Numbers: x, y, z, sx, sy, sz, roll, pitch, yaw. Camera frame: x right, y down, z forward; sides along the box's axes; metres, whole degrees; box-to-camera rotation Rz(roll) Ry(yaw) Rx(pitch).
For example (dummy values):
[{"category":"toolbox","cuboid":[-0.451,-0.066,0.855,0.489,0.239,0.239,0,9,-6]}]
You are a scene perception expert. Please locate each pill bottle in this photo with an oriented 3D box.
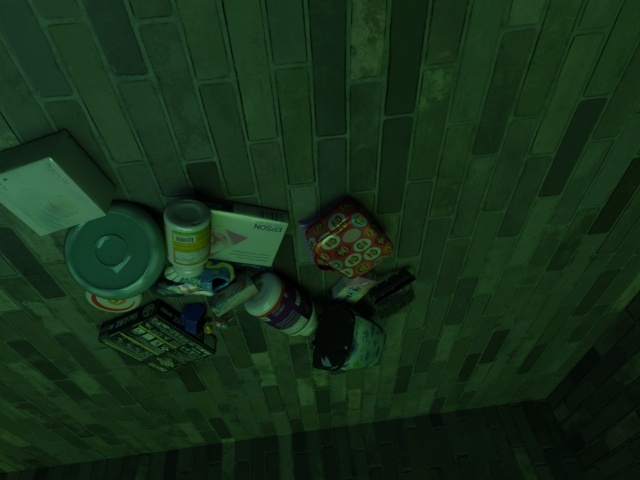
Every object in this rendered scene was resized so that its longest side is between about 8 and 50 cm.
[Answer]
[{"category":"pill bottle","cuboid":[-0.147,0.273,1.729,0.181,0.181,0.323,-30,134,21]},{"category":"pill bottle","cuboid":[-0.416,0.003,1.332,0.136,0.136,0.245,3,135,-13]}]

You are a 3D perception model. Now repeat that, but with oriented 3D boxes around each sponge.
[{"category":"sponge","cuboid":[0.000,0.000,1.563,0.117,0.031,0.210,-13,134,3]}]

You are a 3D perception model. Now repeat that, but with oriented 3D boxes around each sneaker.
[{"category":"sneaker","cuboid":[-0.475,0.139,1.592,0.319,0.112,0.131,0,130,-19]},{"category":"sneaker","cuboid":[-0.423,0.123,1.478,0.240,0.126,0.091,-4,114,-11]}]

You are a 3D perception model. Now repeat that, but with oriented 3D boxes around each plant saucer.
[{"category":"plant saucer","cuboid":[-0.650,0.033,1.328,0.318,0.044,0.317,0,93,-4]}]

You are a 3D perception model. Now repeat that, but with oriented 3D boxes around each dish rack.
[{"category":"dish rack","cuboid":[0.321,0.251,1.825,0.208,0.074,0.271,-30,137,-4]}]

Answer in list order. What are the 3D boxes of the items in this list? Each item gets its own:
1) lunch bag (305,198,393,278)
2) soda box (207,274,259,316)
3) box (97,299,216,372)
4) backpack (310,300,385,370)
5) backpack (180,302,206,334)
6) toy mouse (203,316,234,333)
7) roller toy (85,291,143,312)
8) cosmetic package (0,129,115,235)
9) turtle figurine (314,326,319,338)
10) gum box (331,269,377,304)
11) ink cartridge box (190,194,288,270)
[{"category":"lunch bag","cuboid":[0.093,0.016,1.498,0.258,0.120,0.293,-39,135,11]},{"category":"soda box","cuboid":[-0.327,0.208,1.594,0.183,0.058,0.063,-32,141,-9]},{"category":"box","cuboid":[-0.706,0.439,1.875,0.318,0.097,0.395,-25,135,14]},{"category":"backpack","cuboid":[0.134,0.437,1.855,0.273,0.290,0.355,10,165,16]},{"category":"backpack","cuboid":[-0.535,0.332,1.792,0.101,0.098,0.120,21,137,9]},{"category":"toy mouse","cuboid":[-0.440,0.372,1.862,0.143,0.031,0.161,-16,160,-23]},{"category":"roller toy","cuboid":[-0.736,0.164,1.534,0.209,0.146,0.191,-23,136,14]},{"category":"cosmetic package","cuboid":[-0.756,-0.156,1.194,0.225,0.138,0.224,-17,137,7]},{"category":"turtle figurine","cuboid":[0.023,0.473,2.016,0.175,0.118,0.234,-24,134,-37]},{"category":"gum box","cuboid":[0.136,0.191,1.776,0.107,0.062,0.188,18,131,-26]},{"category":"ink cartridge box","cuboid":[-0.312,0.006,1.497,0.324,0.071,0.330,8,133,-18]}]
